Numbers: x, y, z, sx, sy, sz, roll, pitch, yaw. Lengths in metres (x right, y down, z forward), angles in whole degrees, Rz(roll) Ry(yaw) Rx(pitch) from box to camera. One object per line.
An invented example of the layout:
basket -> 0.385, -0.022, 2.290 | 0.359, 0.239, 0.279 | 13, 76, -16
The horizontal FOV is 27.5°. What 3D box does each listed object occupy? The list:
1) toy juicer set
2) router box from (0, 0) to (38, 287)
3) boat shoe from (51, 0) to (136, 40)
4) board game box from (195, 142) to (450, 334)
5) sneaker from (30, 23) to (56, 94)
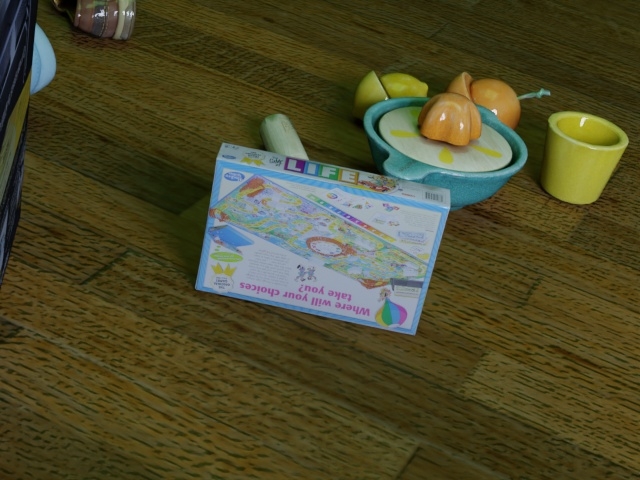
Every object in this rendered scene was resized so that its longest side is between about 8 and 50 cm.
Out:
toy juicer set -> 0.077, -0.095, 1.077 | 0.329, 0.089, 0.209 | -11, 38, -34
router box -> -0.217, -0.044, 0.730 | 0.081, 0.243, 0.309 | 7, 30, -9
boat shoe -> -0.229, -0.248, 1.244 | 0.060, 0.064, 0.178 | -3, 36, -28
board game box -> 0.000, 0.000, 0.874 | 0.154, 0.103, 0.026 | 12, 30, -1
sneaker -> -0.345, -0.210, 1.094 | 0.150, 0.135, 0.366 | -6, 43, -42
